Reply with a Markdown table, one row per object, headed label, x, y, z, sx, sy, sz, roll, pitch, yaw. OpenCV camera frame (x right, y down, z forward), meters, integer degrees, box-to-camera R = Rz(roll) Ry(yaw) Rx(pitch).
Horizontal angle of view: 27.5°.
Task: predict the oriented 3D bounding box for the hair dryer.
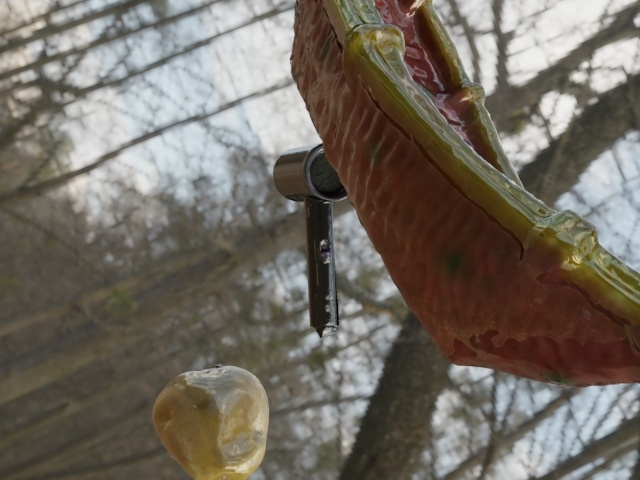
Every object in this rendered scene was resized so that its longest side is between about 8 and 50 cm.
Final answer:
| label | x | y | z | sx | sy | sz | roll | pitch | yaw |
| --- | --- | --- | --- | --- | --- | --- | --- | --- | --- |
| hair dryer | 0.000 | 0.000 | 0.568 | 0.047 | 0.026 | 0.083 | 180 | -96 | -71 |

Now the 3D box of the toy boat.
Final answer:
| label | x | y | z | sx | sy | sz | roll | pitch | yaw |
| --- | --- | --- | --- | --- | --- | --- | --- | --- | --- |
| toy boat | 0.053 | -0.043 | 0.503 | 0.141 | 0.099 | 0.318 | 43 | 14 | -47 |

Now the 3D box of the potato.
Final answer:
| label | x | y | z | sx | sy | sz | roll | pitch | yaw |
| --- | --- | --- | --- | --- | --- | --- | --- | --- | --- |
| potato | -0.063 | 0.108 | 0.765 | 0.062 | 0.068 | 0.083 | 60 | 8 | -54 |
